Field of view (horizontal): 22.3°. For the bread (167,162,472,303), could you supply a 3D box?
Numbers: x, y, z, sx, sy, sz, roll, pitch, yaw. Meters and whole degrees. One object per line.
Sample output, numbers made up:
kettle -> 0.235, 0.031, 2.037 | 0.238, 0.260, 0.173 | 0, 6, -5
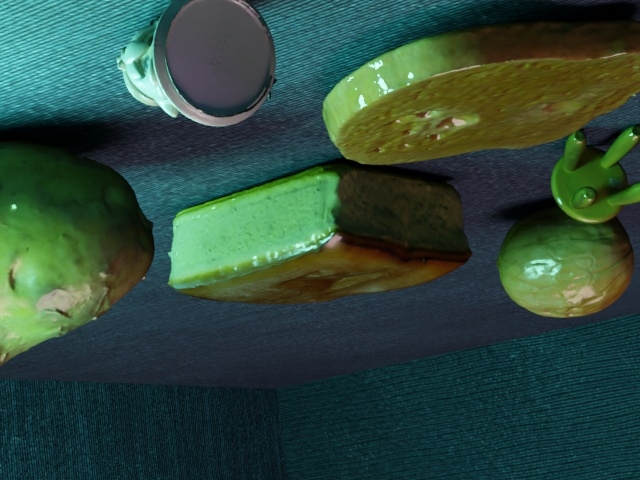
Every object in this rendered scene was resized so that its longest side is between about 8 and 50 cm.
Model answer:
bread -> 0.000, 0.000, 2.317 | 0.333, 0.143, 0.324 | -17, 164, 40

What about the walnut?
walnut -> 0.393, 0.032, 2.620 | 0.222, 0.195, 0.195 | -4, 170, 19

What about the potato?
potato -> -0.329, -0.005, 1.891 | 0.237, 0.289, 0.300 | -20, 138, -25

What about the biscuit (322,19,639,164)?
biscuit -> 0.182, -0.169, 1.804 | 0.365, 0.062, 0.385 | -7, 169, -14

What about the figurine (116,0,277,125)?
figurine -> -0.129, -0.165, 1.536 | 0.132, 0.132, 0.154 | 0, 179, -33

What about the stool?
stool -> 0.380, -0.089, 2.202 | 0.135, 0.134, 0.110 | -51, 176, -19
